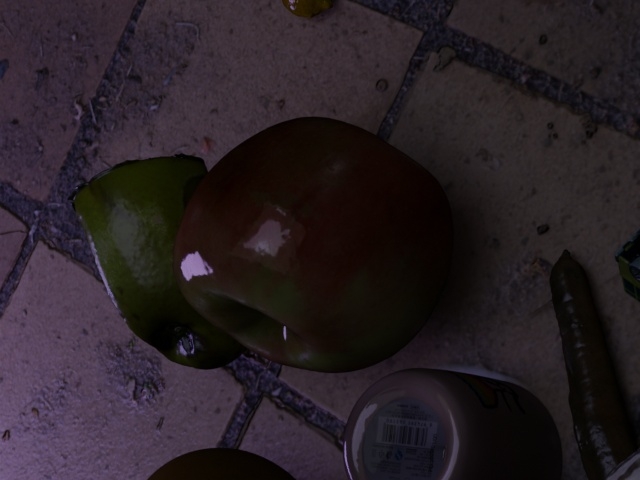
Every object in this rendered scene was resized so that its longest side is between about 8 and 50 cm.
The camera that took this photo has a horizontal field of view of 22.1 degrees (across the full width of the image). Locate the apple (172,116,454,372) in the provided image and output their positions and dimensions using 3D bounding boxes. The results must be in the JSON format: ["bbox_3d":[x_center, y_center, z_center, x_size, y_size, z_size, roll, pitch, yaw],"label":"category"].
[{"bbox_3d":[0.000,0.000,1.950,0.319,0.319,0.277,11,63,37],"label":"apple"}]

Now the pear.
[{"bbox_3d":[-0.180,0.034,2.113,0.164,0.238,0.255,-29,61,21],"label":"pear"}]

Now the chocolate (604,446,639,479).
[{"bbox_3d":[0.456,0.230,1.688,0.303,0.100,0.185,-43,57,10],"label":"chocolate"}]

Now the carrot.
[{"bbox_3d":[0.305,0.165,1.841,0.070,0.070,0.342,-26,61,28],"label":"carrot"}]

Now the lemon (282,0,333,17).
[{"bbox_3d":[-0.018,-0.332,2.198,0.092,0.065,0.065,32,98,36],"label":"lemon"}]

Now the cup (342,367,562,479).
[{"bbox_3d":[0.163,0.256,1.833,0.253,0.200,0.191,38,101,35],"label":"cup"}]

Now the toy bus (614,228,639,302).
[{"bbox_3d":[0.412,0.054,1.764,0.088,0.101,0.175,-41,53,-14],"label":"toy bus"}]

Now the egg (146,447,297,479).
[{"bbox_3d":[-0.099,0.399,1.954,0.250,0.250,0.322,-45,63,19],"label":"egg"}]
